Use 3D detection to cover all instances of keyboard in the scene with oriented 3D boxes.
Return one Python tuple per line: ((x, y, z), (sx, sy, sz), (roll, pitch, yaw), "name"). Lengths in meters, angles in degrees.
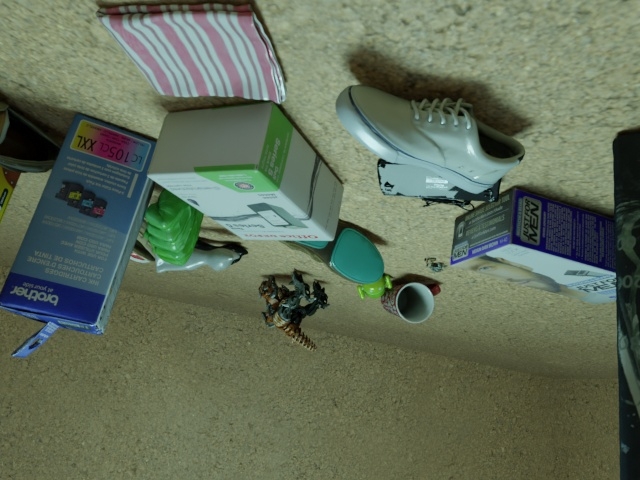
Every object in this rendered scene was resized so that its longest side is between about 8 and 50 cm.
((0.190, -0.097, 0.781), (0.192, 0.038, 0.100), (6, 138, 16), "keyboard")

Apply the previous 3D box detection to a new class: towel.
((-0.149, -0.220, 0.579), (0.197, 0.029, 0.144), (6, 161, 14), "towel")

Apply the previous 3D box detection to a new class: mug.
((0.264, 0.179, 1.416), (0.151, 0.113, 0.169), (4, 175, -11), "mug")

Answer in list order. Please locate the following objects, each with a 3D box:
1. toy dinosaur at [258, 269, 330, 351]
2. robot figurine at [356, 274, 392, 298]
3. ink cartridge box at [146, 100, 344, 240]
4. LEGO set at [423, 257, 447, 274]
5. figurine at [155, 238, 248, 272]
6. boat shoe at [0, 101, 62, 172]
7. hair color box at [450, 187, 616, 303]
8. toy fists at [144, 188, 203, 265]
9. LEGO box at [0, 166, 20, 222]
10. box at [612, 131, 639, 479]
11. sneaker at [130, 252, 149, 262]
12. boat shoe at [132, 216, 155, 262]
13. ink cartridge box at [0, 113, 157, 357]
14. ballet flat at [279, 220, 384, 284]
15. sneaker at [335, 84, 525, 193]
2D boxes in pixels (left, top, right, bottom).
((-0.089, 0.230, 1.589), (0.322, 0.218, 0.164), (48, -169, 18), "toy dinosaur")
((0.157, 0.131, 1.416), (0.101, 0.067, 0.115), (-19, 158, 2), "robot figurine")
((-0.105, -0.096, 0.791), (0.199, 0.114, 0.273), (1, 160, 26), "ink cartridge box")
((0.288, 0.068, 1.219), (0.083, 0.023, 0.054), (24, 158, -36), "LEGO set")
((-0.315, 0.038, 1.303), (0.210, 0.092, 0.215), (2, -176, 0), "figurine")
((-0.550, -0.192, 0.774), (0.104, 0.113, 0.302), (3, 171, 17), "boat shoe")
((0.434, 0.023, 0.872), (0.339, 0.110, 0.185), (16, 162, -11), "hair color box")
((-0.326, -0.030, 1.071), (0.096, 0.142, 0.279), (13, 161, -8), "toy fists")
((-0.806, -0.007, 0.828), (0.193, 0.499, 0.372), (6, 161, 12), "LEGO box")
((0.589, 0.123, 0.496), (0.480, 0.471, 0.297), (-3, 158, 35), "box")
((-0.468, 0.021, 1.441), (0.128, 0.086, 0.221), (-18, 160, 41), "sneaker")
((-0.500, -0.037, 1.197), (0.122, 0.110, 0.341), (2, 160, 24), "boat shoe")
((-0.424, 0.019, 0.865), (0.151, 0.395, 0.270), (16, 161, -17), "ink cartridge box")
((0.000, 0.000, 1.065), (0.343, 0.116, 0.124), (25, 177, -38), "ballet flat")
((0.142, -0.141, 0.593), (0.258, 0.094, 0.091), (15, 144, -28), "sneaker")
